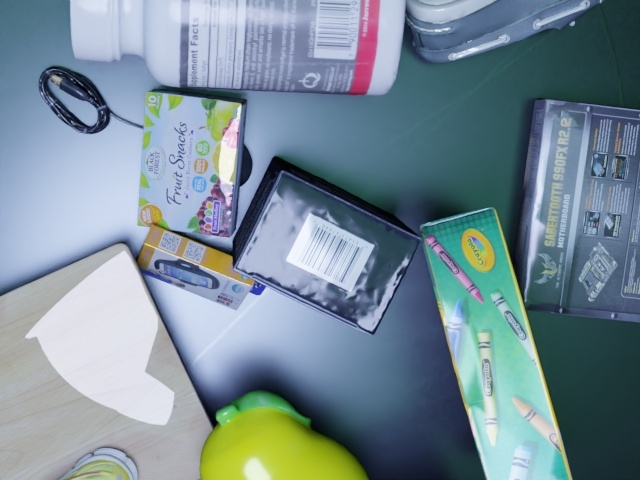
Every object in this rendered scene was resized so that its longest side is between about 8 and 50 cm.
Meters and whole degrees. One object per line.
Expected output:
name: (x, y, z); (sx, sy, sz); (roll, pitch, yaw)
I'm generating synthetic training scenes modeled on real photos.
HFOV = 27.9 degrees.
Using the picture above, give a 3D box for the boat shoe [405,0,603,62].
boat shoe: (0.236, -0.275, 1.361); (0.319, 0.116, 0.099); (-20, 140, -10)

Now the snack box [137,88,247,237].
snack box: (-0.132, -0.080, 1.318); (0.100, 0.037, 0.141); (8, 105, 6)

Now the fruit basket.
fruit basket: (-0.003, 0.339, 1.300); (0.392, 0.283, 0.392); (-1, 68, 3)

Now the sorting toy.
sorting toy: (-0.265, 0.164, 1.345); (0.257, 0.089, 0.255); (-24, 97, -2)

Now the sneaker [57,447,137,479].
sneaker: (-0.271, 0.289, 1.264); (0.208, 0.094, 0.081); (-45, 99, 2)

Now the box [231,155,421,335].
box: (0.000, 0.000, 1.293); (0.153, 0.207, 0.108); (26, 94, -6)

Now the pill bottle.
pill bottle: (-0.083, -0.237, 1.279); (0.319, 0.176, 0.176); (2, 95, -5)

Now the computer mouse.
computer mouse: (-0.183, -0.118, 1.350); (0.242, 0.041, 0.071); (22, 94, -6)

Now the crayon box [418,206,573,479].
crayon box: (0.176, 0.116, 1.286); (0.081, 0.165, 0.278); (-16, 82, 7)

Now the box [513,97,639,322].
box: (0.311, -0.030, 1.394); (0.183, 0.056, 0.231); (6, 95, -4)

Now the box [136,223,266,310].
box: (-0.124, 0.033, 1.348); (0.136, 0.081, 0.028); (24, 65, -6)
